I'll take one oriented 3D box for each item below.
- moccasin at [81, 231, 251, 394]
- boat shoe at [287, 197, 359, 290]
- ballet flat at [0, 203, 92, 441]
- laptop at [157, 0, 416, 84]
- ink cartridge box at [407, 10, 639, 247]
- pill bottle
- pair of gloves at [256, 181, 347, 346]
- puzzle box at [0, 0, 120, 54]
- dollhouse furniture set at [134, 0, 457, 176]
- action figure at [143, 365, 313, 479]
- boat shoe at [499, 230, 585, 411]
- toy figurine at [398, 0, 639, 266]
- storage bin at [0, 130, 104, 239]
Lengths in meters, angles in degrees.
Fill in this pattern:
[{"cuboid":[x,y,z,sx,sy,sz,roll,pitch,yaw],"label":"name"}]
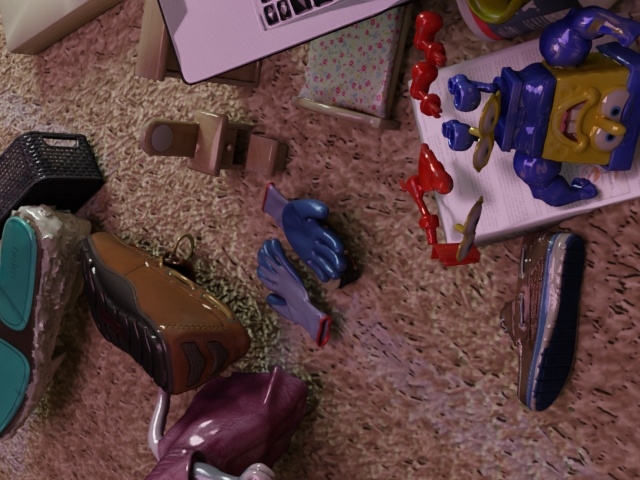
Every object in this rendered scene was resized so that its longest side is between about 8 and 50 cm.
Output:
[{"cuboid":[-0.217,0.073,1.277,0.380,0.147,0.139,22,123,55],"label":"moccasin"},{"cuboid":[-0.001,0.001,1.161,0.133,0.042,0.049,56,146,23],"label":"boat shoe"},{"cuboid":[-0.432,0.132,1.456,0.147,0.147,0.408,36,116,32],"label":"ballet flat"},{"cuboid":[-0.051,-0.375,0.809,0.408,0.236,0.381,-16,93,21],"label":"laptop"},{"cuboid":[0.222,-0.106,0.984,0.232,0.066,0.189,-15,82,17],"label":"ink cartridge box"},{"cuboid":[0.229,-0.264,0.921,0.180,0.108,0.108,-9,86,39],"label":"pill bottle"},{"cuboid":[-0.026,0.023,1.152,0.159,0.023,0.198,45,138,34],"label":"pair of gloves"},{"cuboid":[-0.415,-0.522,1.461,0.272,0.052,0.408,-17,81,38],"label":"puzzle box"},{"cuboid":[-0.029,-0.192,1.089,0.356,0.174,0.303,19,104,37],"label":"dollhouse furniture set"},{"cuboid":[-0.155,0.271,1.083,0.276,0.370,0.248,18,119,16],"label":"action figure"},{"cuboid":[0.222,0.080,0.976,0.066,0.066,0.183,10,89,43],"label":"boat shoe"},{"cuboid":[0.214,-0.158,0.879,0.191,0.217,0.362,-115,25,-58],"label":"toy figurine"},{"cuboid":[-0.429,-0.080,1.447,0.180,0.122,0.084,-37,69,34],"label":"storage bin"}]
